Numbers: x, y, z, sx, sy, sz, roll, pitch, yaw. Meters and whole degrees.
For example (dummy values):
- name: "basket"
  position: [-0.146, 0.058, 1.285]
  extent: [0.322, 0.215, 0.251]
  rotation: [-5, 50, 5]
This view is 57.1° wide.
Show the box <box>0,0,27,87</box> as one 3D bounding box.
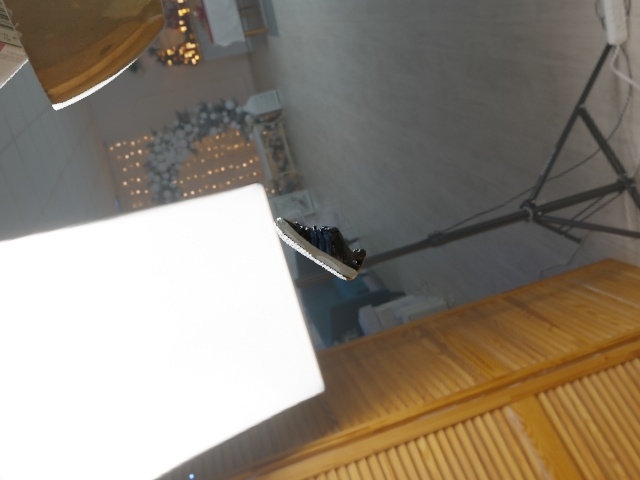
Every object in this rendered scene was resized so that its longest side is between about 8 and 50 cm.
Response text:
- name: "box"
  position: [-0.786, -0.472, 1.380]
  extent: [0.232, 0.126, 0.149]
  rotation: [-20, 76, 37]

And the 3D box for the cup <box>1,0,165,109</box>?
- name: "cup"
  position: [-0.413, -0.423, 1.030]
  extent: [0.331, 0.237, 0.331]
  rotation: [159, 90, -75]

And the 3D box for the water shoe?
- name: "water shoe"
  position: [0.000, 0.000, 1.198]
  extent: [0.203, 0.080, 0.073]
  rotation: [35, 169, -14]
